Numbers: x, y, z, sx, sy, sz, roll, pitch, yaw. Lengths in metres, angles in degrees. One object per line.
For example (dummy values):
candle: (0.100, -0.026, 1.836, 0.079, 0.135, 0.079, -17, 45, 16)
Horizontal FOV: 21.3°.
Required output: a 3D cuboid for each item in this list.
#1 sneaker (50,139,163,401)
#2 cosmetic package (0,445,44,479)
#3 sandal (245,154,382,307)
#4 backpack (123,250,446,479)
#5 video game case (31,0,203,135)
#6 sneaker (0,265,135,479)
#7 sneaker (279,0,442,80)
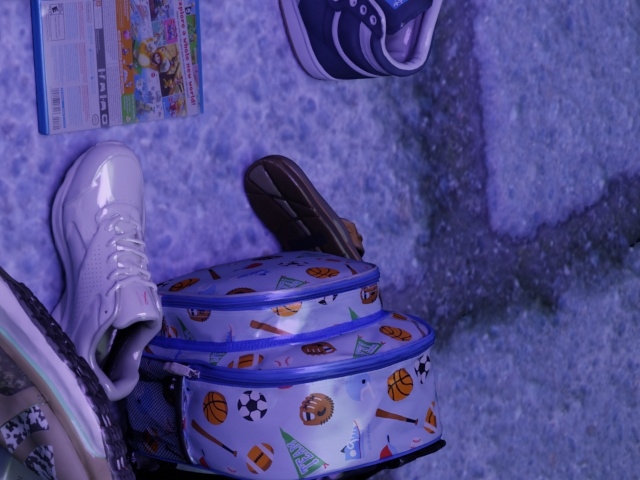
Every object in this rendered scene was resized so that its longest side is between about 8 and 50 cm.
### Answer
sneaker: (-0.172, 0.031, 1.470, 0.090, 0.115, 0.232, -2, 100, -40)
cosmetic package: (-0.210, 0.328, 1.477, 0.385, 0.156, 0.217, 38, 75, -40)
sandal: (0.000, 0.000, 1.647, 0.219, 0.090, 0.060, 58, 40, -24)
backpack: (-0.023, 0.120, 1.517, 0.276, 0.263, 0.213, -20, 112, -36)
video game case: (-0.175, -0.161, 1.496, 0.166, 0.015, 0.119, -12, 106, -38)
sneaker: (-0.295, 0.095, 1.297, 0.182, 0.158, 0.410, -39, 82, -4)
sneaker: (0.015, -0.268, 1.542, 0.099, 0.153, 0.282, -40, 122, -28)
